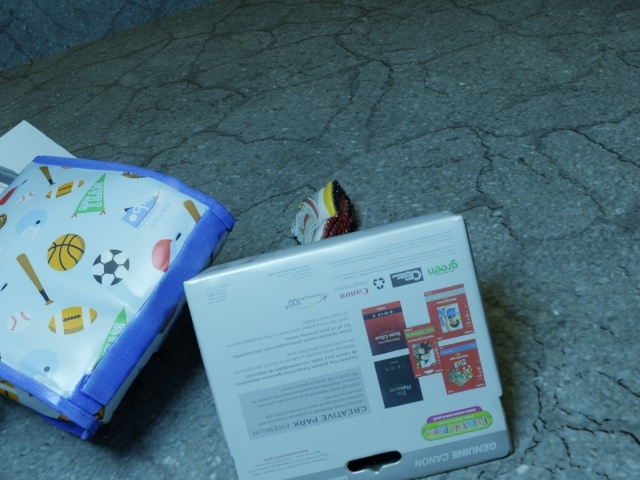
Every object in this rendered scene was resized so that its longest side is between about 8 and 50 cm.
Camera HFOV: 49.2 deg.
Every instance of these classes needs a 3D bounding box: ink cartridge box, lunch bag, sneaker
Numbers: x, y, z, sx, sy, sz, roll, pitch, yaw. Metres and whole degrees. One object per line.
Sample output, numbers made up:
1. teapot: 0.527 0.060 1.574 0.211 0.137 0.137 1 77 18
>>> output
1. ink cartridge box: 0.034 0.133 0.806 0.309 0.272 0.130 -13 4 3
2. lunch bag: -0.325 0.069 0.945 0.385 0.239 0.328 5 54 40
3. ink cartridge box: -0.595 -0.037 1.238 0.223 0.129 0.307 -46 9 45
4. sneaker: 0.000 0.000 1.104 0.093 0.088 0.225 -26 30 22
